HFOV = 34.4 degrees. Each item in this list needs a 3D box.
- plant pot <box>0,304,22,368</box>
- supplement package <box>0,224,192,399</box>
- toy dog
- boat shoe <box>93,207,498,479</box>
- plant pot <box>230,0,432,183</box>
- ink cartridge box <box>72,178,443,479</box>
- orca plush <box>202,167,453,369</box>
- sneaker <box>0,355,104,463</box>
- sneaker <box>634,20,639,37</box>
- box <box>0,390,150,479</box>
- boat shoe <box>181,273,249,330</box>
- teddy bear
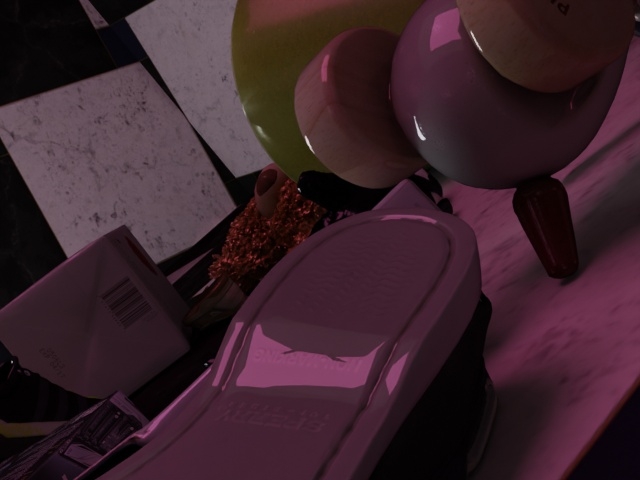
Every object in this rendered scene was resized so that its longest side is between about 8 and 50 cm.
[{"bbox_3d":[-0.461,0.228,1.265,0.290,0.195,0.290,-40,-18,-16],"label":"plant pot"},{"bbox_3d":[-0.286,0.102,1.357,0.175,0.177,0.293,-37,7,-3],"label":"supplement package"},{"bbox_3d":[0.156,-0.090,0.560,0.334,0.161,0.220,-26,-1,-20],"label":"toy dog"},{"bbox_3d":[-0.023,0.105,0.338,0.114,0.091,0.302,10,40,40],"label":"boat shoe"},{"bbox_3d":[0.110,-0.198,1.003,0.293,0.275,0.275,-11,25,45],"label":"plant pot"},{"bbox_3d":[-0.040,0.085,0.542,0.224,0.045,0.223,-41,-6,-18],"label":"ink cartridge box"},{"bbox_3d":[0.000,0.000,0.813,0.287,0.102,0.151,-44,8,-33],"label":"orca plush"},{"bbox_3d":[-0.256,0.149,0.947,0.084,0.097,0.235,-25,-16,27],"label":"sneaker"},{"bbox_3d":[0.323,-0.238,0.715,0.300,0.111,0.121,-42,15,30],"label":"sneaker"},{"bbox_3d":[-0.261,0.245,0.734,0.307,0.076,0.242,-33,10,46],"label":"box"},{"bbox_3d":[-0.126,0.083,1.246,0.056,0.048,0.153,-57,8,-29],"label":"boat shoe"},{"bbox_3d":[-0.054,-0.038,1.327,0.245,0.113,0.338,-42,7,2],"label":"teddy bear"}]
